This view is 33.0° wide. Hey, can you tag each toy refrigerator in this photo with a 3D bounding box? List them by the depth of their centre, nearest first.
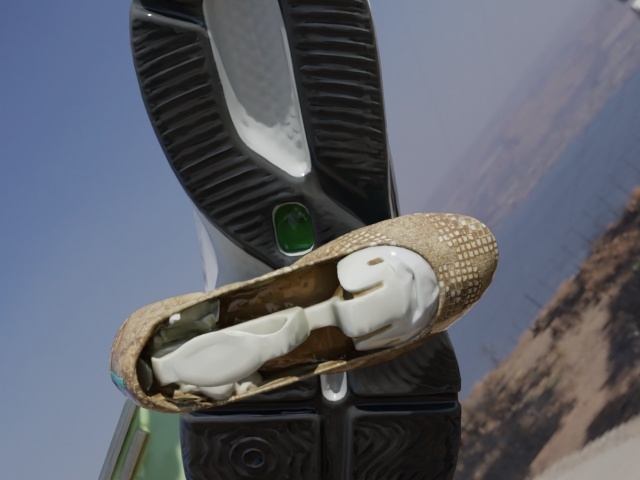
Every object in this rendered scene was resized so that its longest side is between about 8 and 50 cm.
[{"bbox_3d":[-0.146,0.220,1.018,0.094,0.102,0.269,-7,-62,-79],"label":"toy refrigerator"}]

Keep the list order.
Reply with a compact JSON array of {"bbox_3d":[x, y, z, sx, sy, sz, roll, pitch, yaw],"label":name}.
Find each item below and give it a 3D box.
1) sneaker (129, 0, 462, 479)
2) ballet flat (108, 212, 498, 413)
[{"bbox_3d":[0.001,-0.001,0.712,0.257,0.169,0.447,-76,-19,-69],"label":"sneaker"},{"bbox_3d":[-0.004,0.042,0.531,0.206,0.073,0.067,-21,9,-1],"label":"ballet flat"}]
